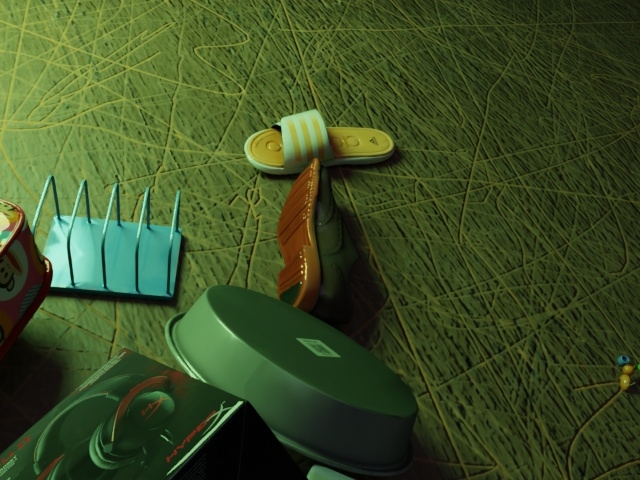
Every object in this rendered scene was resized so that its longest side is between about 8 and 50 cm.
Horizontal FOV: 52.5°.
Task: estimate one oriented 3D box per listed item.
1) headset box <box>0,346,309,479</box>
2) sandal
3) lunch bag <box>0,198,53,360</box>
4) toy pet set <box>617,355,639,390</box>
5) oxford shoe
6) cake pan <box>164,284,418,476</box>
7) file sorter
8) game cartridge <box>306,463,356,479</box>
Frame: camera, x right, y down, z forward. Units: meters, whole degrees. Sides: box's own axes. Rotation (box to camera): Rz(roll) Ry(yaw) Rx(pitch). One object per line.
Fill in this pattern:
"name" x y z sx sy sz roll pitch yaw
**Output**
"headset box" -0.180 0.216 0.550 0.218 0.293 0.110 -43 114 -27
"sandal" 0.005 -0.174 1.059 0.265 0.076 0.102 -9 53 -22
"lunch bag" -0.458 0.066 0.664 0.293 0.120 0.258 7 46 12
"toy pet set" 0.479 0.205 0.875 0.122 0.065 0.114 18 48 1
"oxford shoe" 0.000 0.000 0.916 0.098 0.097 0.271 21 50 -24
"cake pan" -0.019 0.133 0.685 0.293 0.054 0.293 29 6 -3
"file sorter" -0.265 -0.006 0.824 0.170 0.104 0.118 6 50 -11
"game cartridge" 0.116 0.357 0.550 0.355 0.230 0.068 22 18 3
